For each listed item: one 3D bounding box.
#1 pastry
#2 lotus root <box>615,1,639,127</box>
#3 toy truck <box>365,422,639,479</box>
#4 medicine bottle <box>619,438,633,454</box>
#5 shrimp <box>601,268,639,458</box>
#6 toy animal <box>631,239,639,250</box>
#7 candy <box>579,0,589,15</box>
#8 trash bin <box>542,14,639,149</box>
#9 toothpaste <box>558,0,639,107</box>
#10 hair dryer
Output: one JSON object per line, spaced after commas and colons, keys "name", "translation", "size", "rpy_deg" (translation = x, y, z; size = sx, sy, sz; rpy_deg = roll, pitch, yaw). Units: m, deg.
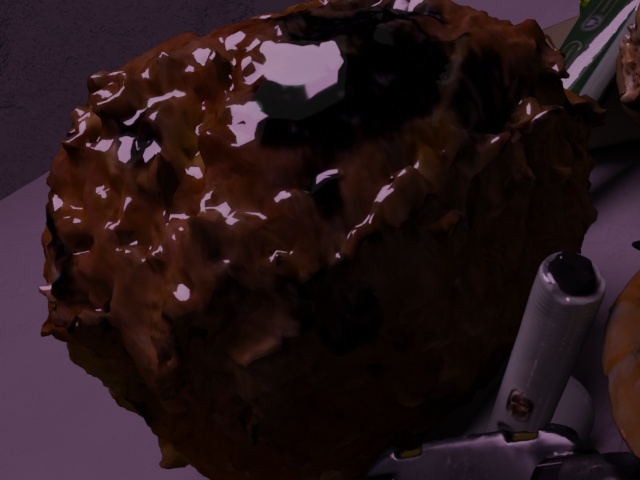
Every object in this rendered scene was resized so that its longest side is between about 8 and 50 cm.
{"name": "pastry", "translation": [-0.009, -0.004, 0.608], "size": [0.405, 0.337, 0.292], "rpy_deg": [-46, 59, 12]}
{"name": "lotus root", "translation": [0.380, -0.177, 0.772], "size": [0.284, 0.146, 0.160], "rpy_deg": [-14, -17, -19]}
{"name": "toy truck", "translation": [0.089, 0.192, 0.367], "size": [0.147, 0.165, 0.224], "rpy_deg": [-17, 61, 28]}
{"name": "medicine bottle", "translation": [0.276, 0.058, 0.481], "size": [0.133, 0.133, 0.249], "rpy_deg": [-1, 37, 50]}
{"name": "shrimp", "translation": [0.195, 0.061, 0.343], "size": [0.145, 0.059, 0.254], "rpy_deg": [-23, 30, 5]}
{"name": "toy animal", "translation": [0.335, -0.036, 0.695], "size": [0.176, 0.073, 0.217], "rpy_deg": [-22, 16, 23]}
{"name": "candy", "translation": [0.379, -0.286, 1.133], "size": [0.102, 0.032, 0.178], "rpy_deg": [-14, -10, 14]}
{"name": "trash bin", "translation": [0.303, -0.183, 0.999], "size": [0.248, 0.121, 0.243], "rpy_deg": [-13, 27, 43]}
{"name": "toothpaste", "translation": [0.230, -0.126, 0.846], "size": [0.392, 0.061, 0.099], "rpy_deg": [-56, 30, -4]}
{"name": "hair dryer", "translation": [0.121, 0.082, 0.508], "size": [0.073, 0.236, 0.131], "rpy_deg": [26, 50, 25]}
